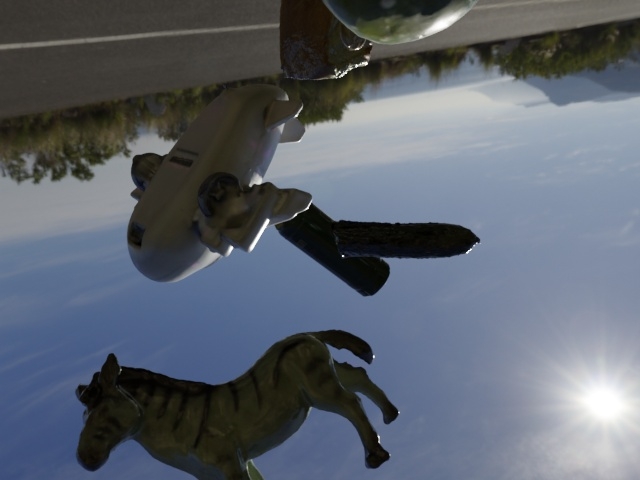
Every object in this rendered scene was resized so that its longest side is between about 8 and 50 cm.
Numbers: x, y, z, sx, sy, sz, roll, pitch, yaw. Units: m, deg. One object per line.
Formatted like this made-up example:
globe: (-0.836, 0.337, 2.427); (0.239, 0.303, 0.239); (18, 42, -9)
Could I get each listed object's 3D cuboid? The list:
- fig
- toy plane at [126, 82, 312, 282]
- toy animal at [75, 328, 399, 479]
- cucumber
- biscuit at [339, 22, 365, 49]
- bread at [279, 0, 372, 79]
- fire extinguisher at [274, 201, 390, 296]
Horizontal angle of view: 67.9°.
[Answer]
fig: (0.087, -0.387, 0.557); (0.233, 0.314, 0.233); (-7, 152, -4)
toy plane: (-0.110, -0.066, 0.511); (0.252, 0.118, 0.252); (-18, -130, 24)
toy animal: (-0.051, 0.126, 0.356); (0.217, 0.176, 0.073); (-31, 170, -28)
cucumber: (0.128, 0.000, 0.768); (0.245, 0.067, 0.067); (2, -162, 25)
biscuit: (0.073, -0.437, 0.898); (0.071, 0.147, 0.018); (1, -163, -46)
bread: (0.019, -0.614, 1.377); (0.224, 0.279, 0.250); (-17, -157, -36)
fire extinguisher: (0.000, 0.000, 1.005); (0.114, 0.311, 0.095); (-35, -156, 42)
